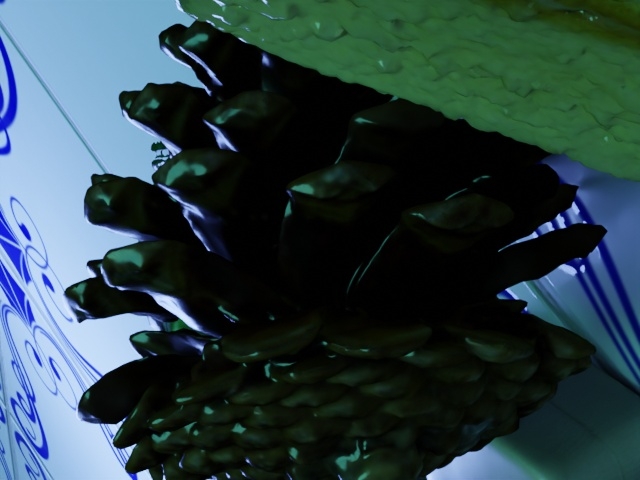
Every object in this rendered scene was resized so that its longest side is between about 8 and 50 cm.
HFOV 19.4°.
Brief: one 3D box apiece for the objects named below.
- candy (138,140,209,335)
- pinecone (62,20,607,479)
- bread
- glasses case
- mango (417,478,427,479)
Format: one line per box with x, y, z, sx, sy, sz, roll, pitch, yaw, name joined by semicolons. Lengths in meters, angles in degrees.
-0.084;0.026;1.332;0.141;0.078;0.203;-4;97;63;candy
0.010;-0.003;0.855;0.264;0.264;0.264;49;157;30;pinecone
0.102;-0.150;0.662;0.236;0.198;0.263;27;160;-4;bread
0.142;0.209;1.031;0.144;0.076;0.336;35;148;49;glasses case
0.079;0.217;1.159;0.119;0.100;0.178;48;152;43;mango
